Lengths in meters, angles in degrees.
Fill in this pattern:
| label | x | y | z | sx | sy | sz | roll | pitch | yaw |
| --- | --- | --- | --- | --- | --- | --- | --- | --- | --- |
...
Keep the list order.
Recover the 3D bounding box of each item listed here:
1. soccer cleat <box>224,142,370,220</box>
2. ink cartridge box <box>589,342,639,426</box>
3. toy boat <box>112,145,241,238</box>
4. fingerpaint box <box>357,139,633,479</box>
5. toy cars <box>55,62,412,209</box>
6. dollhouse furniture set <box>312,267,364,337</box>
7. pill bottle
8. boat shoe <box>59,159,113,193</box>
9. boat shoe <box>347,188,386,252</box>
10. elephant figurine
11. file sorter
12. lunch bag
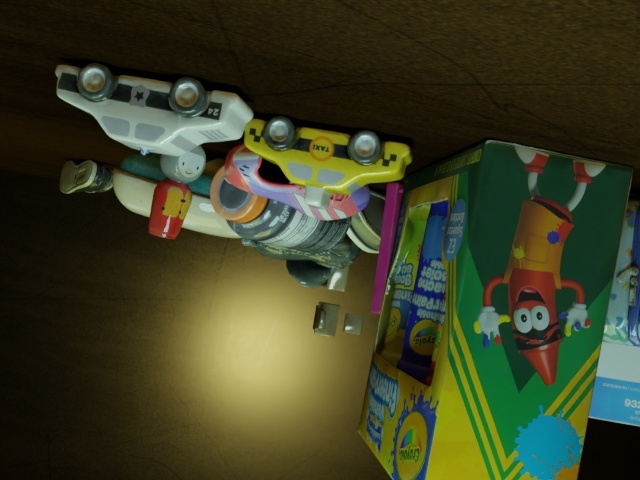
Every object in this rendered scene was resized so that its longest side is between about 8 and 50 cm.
| label | x | y | z | sx | sy | sz | roll | pitch | yaw |
| --- | --- | --- | --- | --- | --- | --- | --- | --- | --- |
| soccer cleat | -0.018 | -0.081 | 1.325 | 0.248 | 0.083 | 0.095 | 15 | 171 | -35 |
| ink cartridge box | 0.526 | 0.150 | 1.632 | 0.128 | 0.308 | 0.223 | 8 | 177 | 12 |
| toy boat | -0.208 | -0.089 | 1.514 | 0.267 | 0.148 | 0.318 | 16 | -174 | -1 |
| fingerpaint box | 0.174 | 0.098 | 1.126 | 0.163 | 0.371 | 0.445 | 11 | 179 | -5 |
| toy cars | -0.082 | -0.097 | 0.994 | 0.393 | 0.087 | 0.176 | 12 | 177 | -32 |
| dollhouse furniture set | 0.182 | 0.103 | 2.253 | 0.355 | 0.304 | 0.174 | 10 | 177 | -5 |
| pill bottle | -0.063 | -0.057 | 1.457 | 0.130 | 0.131 | 0.245 | 10 | 177 | 32 |
| boat shoe | -0.568 | -0.148 | 2.297 | 0.079 | 0.084 | 0.233 | 13 | 174 | -36 |
| boat shoe | 0.145 | -0.013 | 1.671 | 0.091 | 0.109 | 0.305 | -9 | 149 | 39 |
| elephant figurine | 0.000 | 0.000 | 1.767 | 0.239 | 0.186 | 0.169 | 30 | 168 | 4 |
| file sorter | 0.236 | 0.035 | 1.524 | 0.182 | 0.202 | 0.290 | 6 | 176 | 30 |
| lunch bag | 0.379 | 0.037 | 1.136 | 0.090 | 0.176 | 0.219 | 3 | 176 | 34 |
